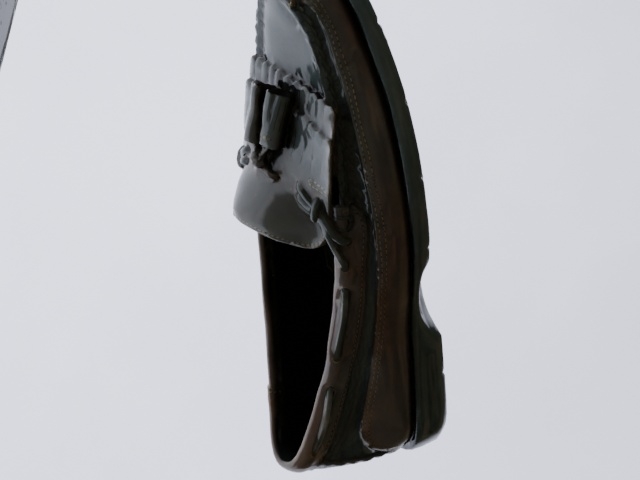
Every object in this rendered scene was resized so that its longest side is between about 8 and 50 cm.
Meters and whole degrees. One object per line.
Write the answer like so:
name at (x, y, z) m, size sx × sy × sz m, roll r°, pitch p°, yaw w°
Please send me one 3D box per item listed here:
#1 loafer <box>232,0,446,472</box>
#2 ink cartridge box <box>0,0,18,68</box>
loafer at (0.000, 0.000, 0.865) m, size 0.084 × 0.096 × 0.267 m, roll -22°, pitch -58°, yaw -18°
ink cartridge box at (-0.125, -0.083, 0.416) m, size 0.223 × 0.045 × 0.224 m, roll 74°, pitch -163°, yaw -56°
